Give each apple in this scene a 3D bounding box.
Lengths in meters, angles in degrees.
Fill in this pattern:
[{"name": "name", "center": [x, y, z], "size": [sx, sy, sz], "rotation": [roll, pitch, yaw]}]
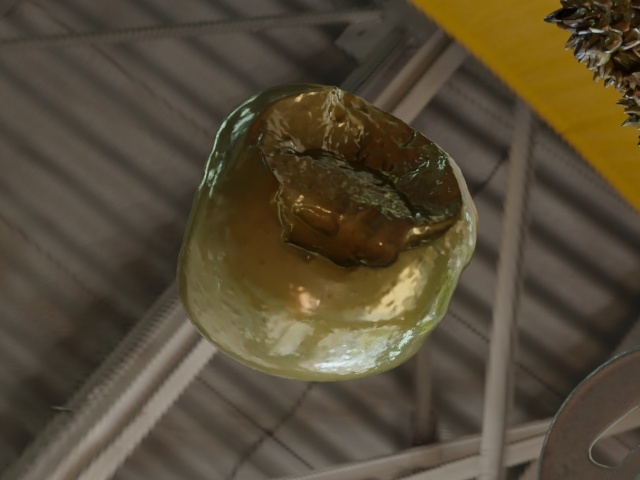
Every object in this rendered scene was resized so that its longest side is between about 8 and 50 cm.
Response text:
[{"name": "apple", "center": [0.000, 0.000, 1.331], "size": [0.279, 0.279, 0.279], "rotation": [1, -95, -17]}]

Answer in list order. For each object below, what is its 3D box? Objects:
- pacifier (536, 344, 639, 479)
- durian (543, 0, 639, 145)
[{"name": "pacifier", "center": [0.265, 0.178, 0.952], "size": [0.238, 0.226, 0.287], "rotation": [-39, -115, 11]}, {"name": "durian", "center": [0.344, -0.163, 1.197], "size": [0.293, 0.258, 0.258], "rotation": [34, -103, -5]}]
